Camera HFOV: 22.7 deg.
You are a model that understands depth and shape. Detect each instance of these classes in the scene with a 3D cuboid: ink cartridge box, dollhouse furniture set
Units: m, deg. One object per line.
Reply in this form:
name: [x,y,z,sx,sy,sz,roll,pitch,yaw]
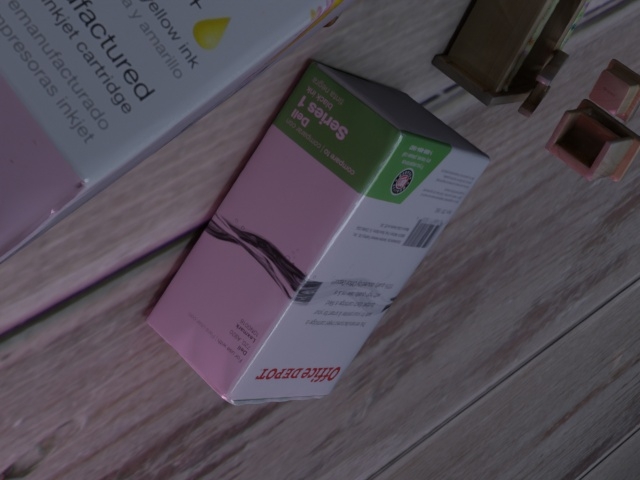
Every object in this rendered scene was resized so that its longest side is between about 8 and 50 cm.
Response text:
ink cartridge box: [0.000,0.000,1.114,0.219,0.092,0.160,-56,156,13]
dollhouse furniture set: [0.205,-0.162,1.153,0.101,0.161,0.182,-14,139,-54]
ink cartridge box: [-0.095,-0.113,0.580,0.233,0.171,0.168,-42,-172,-40]

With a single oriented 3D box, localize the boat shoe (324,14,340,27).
boat shoe: [-0.012,-0.210,0.776,0.098,0.109,0.302,-52,163,-9]
